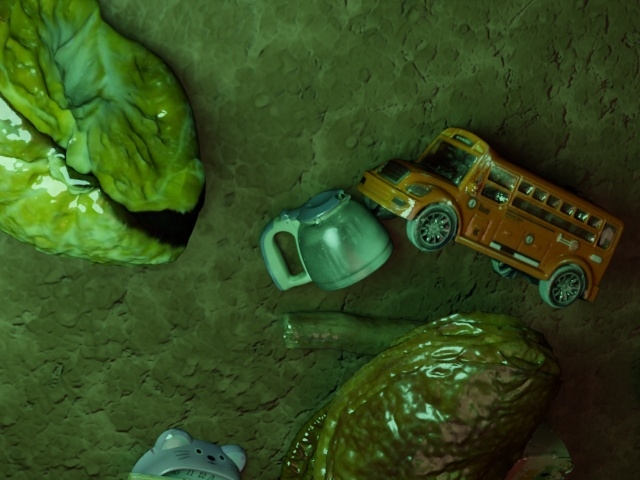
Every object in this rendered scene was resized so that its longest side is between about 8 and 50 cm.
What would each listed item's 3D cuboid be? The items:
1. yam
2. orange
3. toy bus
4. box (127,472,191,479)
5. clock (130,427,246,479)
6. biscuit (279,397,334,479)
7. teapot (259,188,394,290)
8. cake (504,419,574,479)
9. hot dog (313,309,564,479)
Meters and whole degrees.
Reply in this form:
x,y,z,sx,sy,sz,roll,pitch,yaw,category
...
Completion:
x,y,z,sx,sy,sz,roll,pitch,yaw,category
0.058,0.123,1.709,0.241,0.057,0.056,5,116,-26,yam
-0.278,-0.122,1.325,0.210,0.271,0.368,-22,129,30,orange
0.212,-0.036,1.629,0.329,0.143,0.153,22,98,-29,toy bus
-0.210,0.320,1.673,0.083,0.012,0.046,12,113,-26,box
-0.165,0.316,1.727,0.153,0.050,0.110,21,109,-30,clock
0.089,0.321,1.838,0.305,0.038,0.305,-10,121,-16,biscuit
0.007,-0.006,1.601,0.111,0.149,0.108,-47,116,-39,teapot
0.272,0.349,1.927,0.109,0.090,0.225,4,135,-26,cake
0.151,0.254,1.706,0.267,0.174,0.387,21,108,-33,hot dog
